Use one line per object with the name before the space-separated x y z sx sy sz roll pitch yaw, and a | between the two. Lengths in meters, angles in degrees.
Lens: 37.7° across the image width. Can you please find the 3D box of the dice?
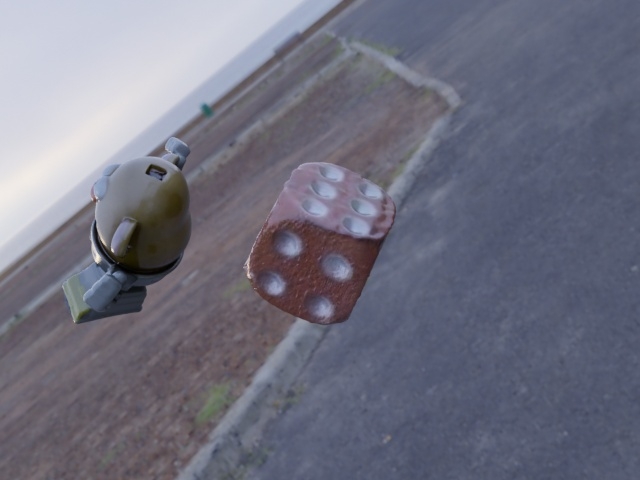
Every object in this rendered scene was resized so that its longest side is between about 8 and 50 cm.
dice | 0.000 0.000 1.369 0.175 0.173 0.179 -61 -5 -50

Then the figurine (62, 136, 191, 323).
figurine | -0.288 -0.016 1.459 0.285 0.167 0.343 130 143 -48
